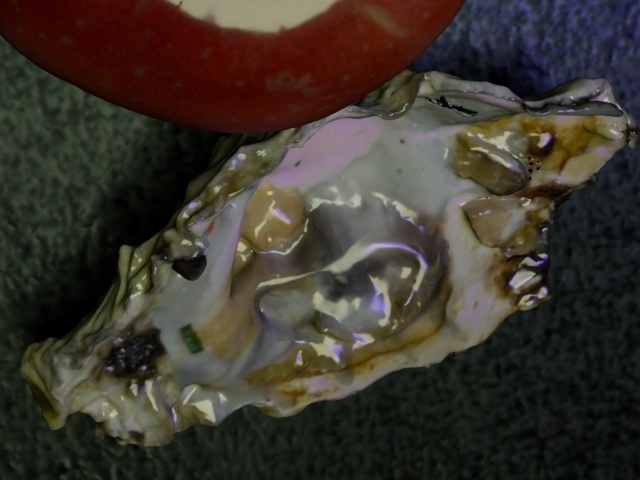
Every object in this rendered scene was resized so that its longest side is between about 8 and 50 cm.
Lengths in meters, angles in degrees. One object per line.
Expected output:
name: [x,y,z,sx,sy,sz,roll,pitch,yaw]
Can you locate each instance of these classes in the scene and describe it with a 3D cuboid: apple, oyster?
apple: [-0.050,-0.176,0.839,0.260,0.216,0.260,-2,103,-10]
oyster: [-0.002,-0.004,0.967,0.354,0.107,0.201,-21,138,-13]
